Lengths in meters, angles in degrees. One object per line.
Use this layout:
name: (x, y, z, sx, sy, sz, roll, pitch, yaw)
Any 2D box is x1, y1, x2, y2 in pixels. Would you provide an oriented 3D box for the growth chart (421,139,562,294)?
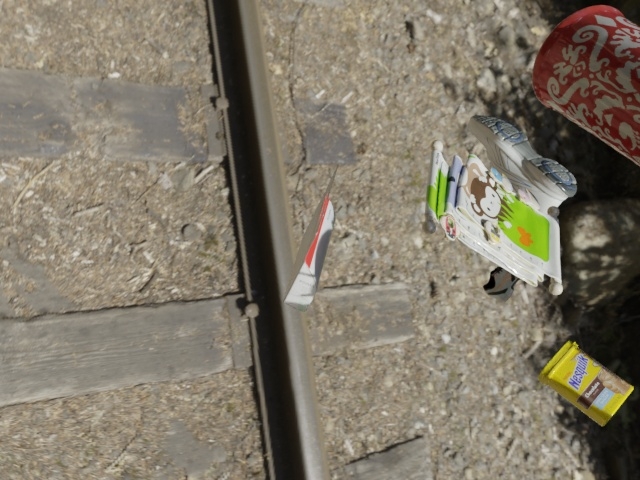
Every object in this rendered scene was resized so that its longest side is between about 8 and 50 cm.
growth chart: (0.217, -0.032, 0.736, 0.237, 0.021, 0.172, 25, 51, -22)

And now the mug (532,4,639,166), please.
mug: (0.304, -0.153, 0.557, 0.113, 0.150, 0.169, 16, 31, -29)

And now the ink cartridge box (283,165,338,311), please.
ink cartridge box: (0.000, 0.000, 1.105, 0.056, 0.225, 0.181, 22, 50, -7)

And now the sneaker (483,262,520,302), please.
sneaker: (0.311, 0.051, 0.990, 0.043, 0.040, 0.109, 23, 103, -13)

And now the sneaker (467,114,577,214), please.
sneaker: (0.431, -0.172, 1.354, 0.111, 0.129, 0.297, -14, 57, -40)

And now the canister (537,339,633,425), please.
canister: (0.616, 0.331, 1.386, 0.126, 0.073, 0.170, -38, 58, -23)
